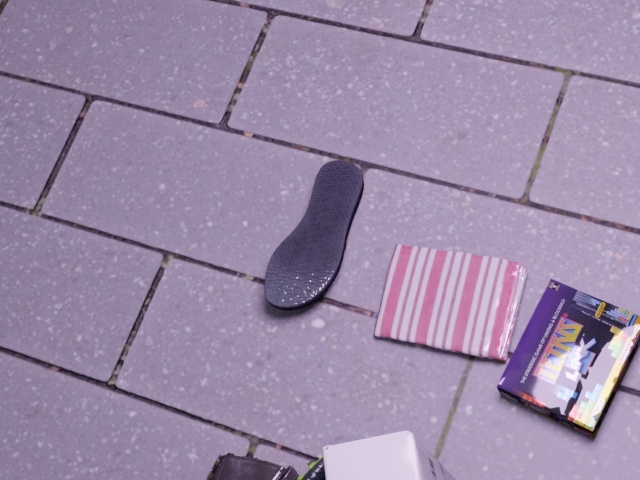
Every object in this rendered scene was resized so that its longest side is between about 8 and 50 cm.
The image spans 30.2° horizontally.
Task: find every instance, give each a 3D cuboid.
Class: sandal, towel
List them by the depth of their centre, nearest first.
[{"bbox_3d":[0.181,0.086,1.664,0.197,0.029,0.144,9,71,22],"label":"towel"},{"bbox_3d":[0.001,0.000,1.742,0.097,0.054,0.254,21,65,15],"label":"sandal"}]

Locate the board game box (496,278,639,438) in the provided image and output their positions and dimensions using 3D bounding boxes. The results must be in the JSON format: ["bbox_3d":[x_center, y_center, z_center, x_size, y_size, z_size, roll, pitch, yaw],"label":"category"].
[{"bbox_3d":[0.335,0.155,1.578,0.141,0.048,0.170,23,75,22],"label":"board game box"}]

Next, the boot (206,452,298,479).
[{"bbox_3d":[-0.163,0.393,1.597,0.263,0.091,0.229,-6,48,36],"label":"boot"}]

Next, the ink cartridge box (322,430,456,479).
[{"bbox_3d":[0.102,0.363,1.430,0.114,0.273,0.198,-13,64,12],"label":"ink cartridge box"}]

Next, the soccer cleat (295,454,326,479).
[{"bbox_3d":[-0.024,0.372,1.586,0.072,0.060,0.179,31,85,15],"label":"soccer cleat"}]
